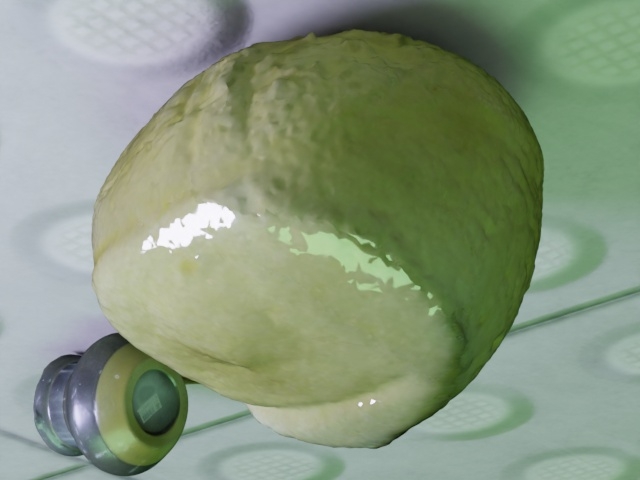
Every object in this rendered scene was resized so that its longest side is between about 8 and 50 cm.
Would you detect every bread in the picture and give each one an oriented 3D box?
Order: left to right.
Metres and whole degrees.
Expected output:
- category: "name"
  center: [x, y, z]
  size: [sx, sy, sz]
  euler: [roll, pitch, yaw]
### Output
- category: "bread"
  center: [0.002, -0.009, 1.347]
  size: [0.320, 0.237, 0.320]
  euler: [8, 144, 6]

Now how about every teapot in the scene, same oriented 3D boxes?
- category: "teapot"
  center: [-0.179, 0.145, 1.775]
  size: [0.119, 0.130, 0.165]
  euler: [-6, -170, 41]
